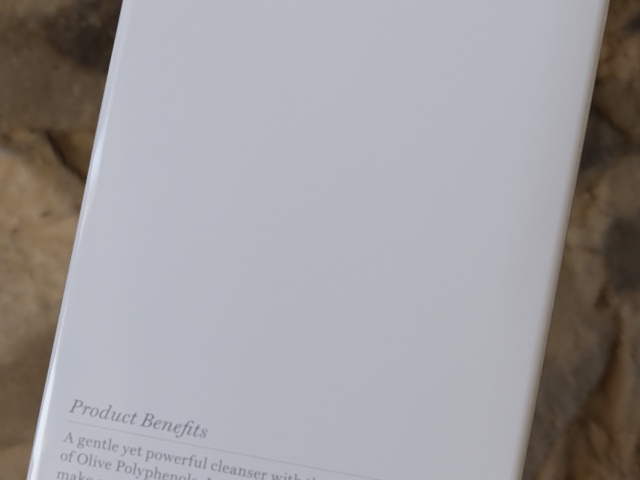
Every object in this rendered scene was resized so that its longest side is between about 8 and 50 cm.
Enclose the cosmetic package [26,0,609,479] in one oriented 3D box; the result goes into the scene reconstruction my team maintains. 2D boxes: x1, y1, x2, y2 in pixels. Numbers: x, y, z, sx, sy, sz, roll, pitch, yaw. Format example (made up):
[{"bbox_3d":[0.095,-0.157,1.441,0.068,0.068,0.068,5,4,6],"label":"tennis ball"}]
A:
[{"bbox_3d":[0.000,0.000,0.694,0.197,0.366,0.155,12,-5,-1],"label":"cosmetic package"}]
